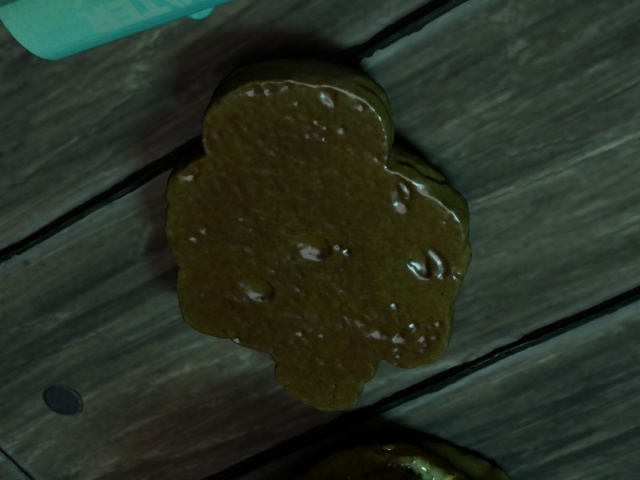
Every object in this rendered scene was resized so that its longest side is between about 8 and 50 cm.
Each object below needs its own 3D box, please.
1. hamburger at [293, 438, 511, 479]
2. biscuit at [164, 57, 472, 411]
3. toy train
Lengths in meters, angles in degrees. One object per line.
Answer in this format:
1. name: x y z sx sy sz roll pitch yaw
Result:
1. hamburger: 0.046 0.267 1.398 0.244 0.163 0.244 6 121 11
2. biscuit: 0.000 0.000 1.286 0.208 0.041 0.290 6 130 12
3. toy train: -0.109 -0.188 1.144 0.248 0.101 0.159 -13 138 26
